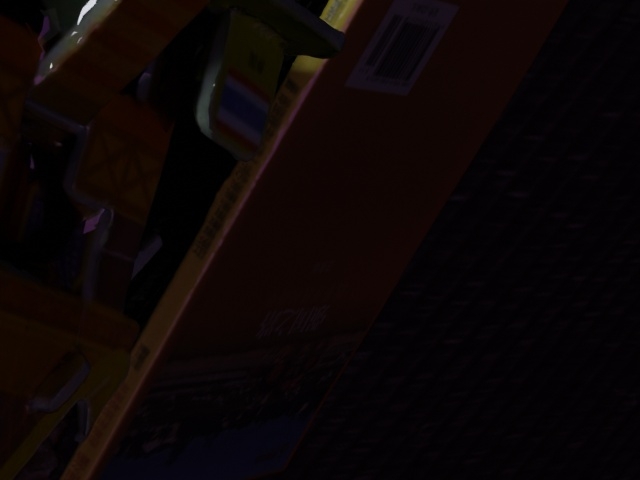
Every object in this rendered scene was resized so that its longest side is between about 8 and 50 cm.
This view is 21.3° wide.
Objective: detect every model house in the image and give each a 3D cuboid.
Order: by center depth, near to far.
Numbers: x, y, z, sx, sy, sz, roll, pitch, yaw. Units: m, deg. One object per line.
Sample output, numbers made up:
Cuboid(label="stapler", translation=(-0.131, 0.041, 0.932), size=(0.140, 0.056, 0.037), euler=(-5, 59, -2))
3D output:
Cuboid(label="model house", translation=(-0.187, -0.014, 0.660), size=(0.358, 0.242, 0.312), euler=(32, 69, -62))

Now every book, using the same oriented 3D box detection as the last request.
Cuboid(label="book", translation=(0.000, 0.000, 0.980), size=(0.374, 0.028, 0.262), euler=(-59, 159, 15))

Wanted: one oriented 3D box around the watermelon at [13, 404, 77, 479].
Cuboid(label="watermelon", translation=(-0.262, 0.110, 0.862), size=(0.193, 0.231, 0.310), euler=(-24, 159, 28))
